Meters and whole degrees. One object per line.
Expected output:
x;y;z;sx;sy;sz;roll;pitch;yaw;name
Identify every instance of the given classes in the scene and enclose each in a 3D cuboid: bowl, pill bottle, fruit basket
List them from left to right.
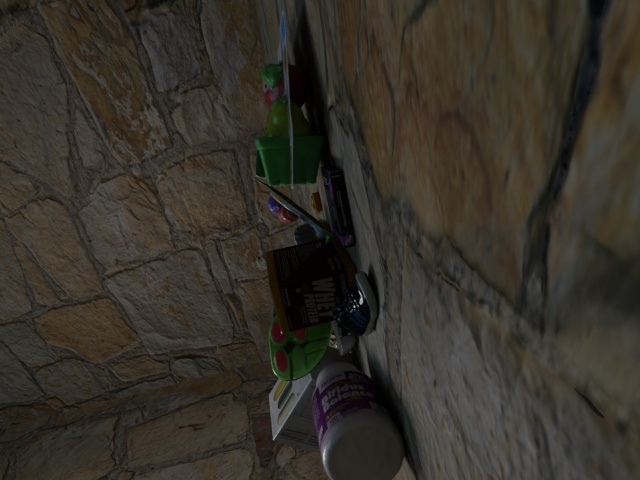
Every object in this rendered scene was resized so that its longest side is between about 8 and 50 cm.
-0.095;-0.302;0.990;0.327;0.166;0.352;-128;28;-77;fruit basket
0.069;0.265;1.247;0.142;0.053;0.142;89;166;-65;bowl
0.069;0.401;0.961;0.301;0.170;0.169;-132;29;-78;pill bottle

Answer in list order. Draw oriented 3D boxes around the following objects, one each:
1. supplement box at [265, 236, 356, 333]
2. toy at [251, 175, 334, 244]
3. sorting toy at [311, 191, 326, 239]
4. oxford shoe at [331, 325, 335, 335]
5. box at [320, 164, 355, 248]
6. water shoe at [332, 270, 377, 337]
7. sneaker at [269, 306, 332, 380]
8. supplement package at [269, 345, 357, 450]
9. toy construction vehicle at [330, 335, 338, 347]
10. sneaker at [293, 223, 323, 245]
-0.022;0.100;1.020;0.191;0.194;0.128;-114;12;-65;supplement box
-0.069;-0.065;1.029;0.237;0.056;0.137;34;-176;11;toy
0.000;0.000;1.368;0.229;0.041;0.306;-160;57;-84;sorting toy
0.048;0.295;1.564;0.076;0.076;0.212;41;156;23;oxford shoe
0.036;-0.075;0.886;0.116;0.029;0.161;-118;14;-72;box
0.065;0.140;0.828;0.203;0.080;0.072;83;171;-49;water shoe
-0.065;0.258;1.316;0.482;0.186;0.202;-86;4;-60;sneaker
-0.020;0.503;1.363;0.262;0.198;0.199;-61;21;17;supplement package
0.063;0.410;1.802;0.098;0.035;0.085;-156;64;-80;toy construction vehicle
0.009;0.088;1.214;0.115;0.105;0.281;65;-173;-69;sneaker
